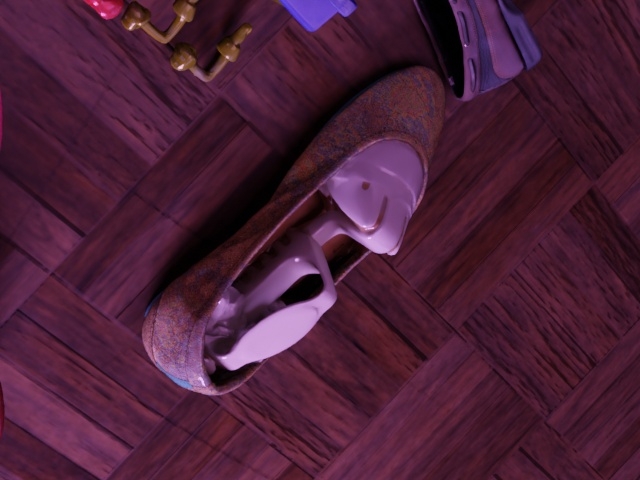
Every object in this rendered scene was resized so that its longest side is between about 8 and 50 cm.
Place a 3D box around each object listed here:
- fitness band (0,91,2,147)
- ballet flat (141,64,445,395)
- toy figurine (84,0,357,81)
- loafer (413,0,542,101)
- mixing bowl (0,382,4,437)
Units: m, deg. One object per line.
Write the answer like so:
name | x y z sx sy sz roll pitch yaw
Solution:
fitness band | -0.301 -0.119 1.008 0.054 0.209 0.291 -7 144 23
ballet flat | 0.000 0.000 1.333 0.348 0.123 0.123 -43 132 -4
toy figurine | -0.048 -0.186 1.068 0.191 0.217 0.362 -46 146 1
loafer | 0.098 -0.210 1.286 0.084 0.096 0.267 -40 134 2
mixing bowl | -0.308 0.133 1.188 0.181 0.098 0.181 -10 105 -40
